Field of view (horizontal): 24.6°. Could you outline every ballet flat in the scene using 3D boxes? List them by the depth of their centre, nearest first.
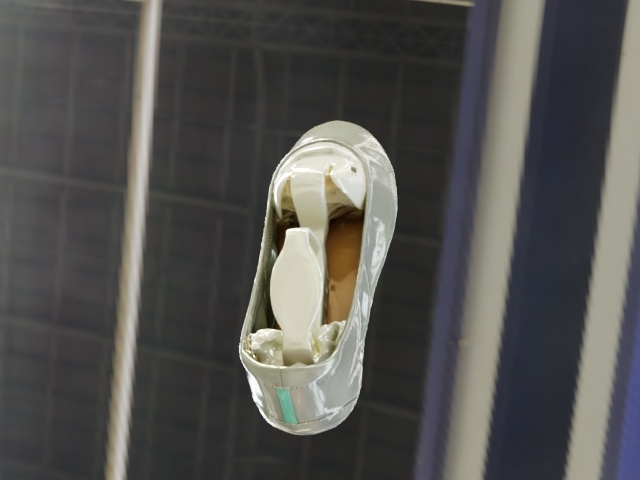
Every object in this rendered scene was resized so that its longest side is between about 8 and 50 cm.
[{"bbox_3d":[0.000,0.000,0.777,0.072,0.068,0.213,-4,-129,13],"label":"ballet flat"}]
